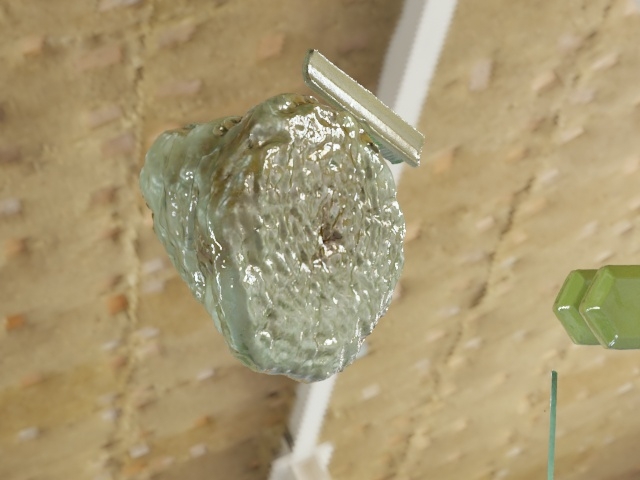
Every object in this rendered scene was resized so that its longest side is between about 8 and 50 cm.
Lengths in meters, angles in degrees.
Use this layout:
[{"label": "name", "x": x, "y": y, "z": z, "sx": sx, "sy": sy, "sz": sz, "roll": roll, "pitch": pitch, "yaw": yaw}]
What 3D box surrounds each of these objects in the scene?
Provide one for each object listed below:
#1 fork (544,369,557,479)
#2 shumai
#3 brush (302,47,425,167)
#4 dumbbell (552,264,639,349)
[{"label": "fork", "x": 0.238, "y": 0.250, "z": 1.560, "sx": 0.021, "sy": 0.039, "sz": 0.235, "roll": -10, "pitch": -74, "yaw": -31}, {"label": "shumai", "x": -0.091, "y": -0.005, "z": 1.516, "sx": 0.304, "sy": 0.263, "sz": 0.309, "roll": -49, "pitch": -47, "yaw": -38}, {"label": "brush", "x": 0.052, "y": -0.170, "z": 1.947, "sx": 0.048, "sy": 0.054, "sz": 0.282, "roll": -6, "pitch": -23, "yaw": 32}, {"label": "dumbbell", "x": 0.386, "y": 0.088, "z": 1.958, "sx": 0.121, "sy": 0.108, "sz": 0.302, "roll": -62, "pitch": -1, "yaw": -3}]
